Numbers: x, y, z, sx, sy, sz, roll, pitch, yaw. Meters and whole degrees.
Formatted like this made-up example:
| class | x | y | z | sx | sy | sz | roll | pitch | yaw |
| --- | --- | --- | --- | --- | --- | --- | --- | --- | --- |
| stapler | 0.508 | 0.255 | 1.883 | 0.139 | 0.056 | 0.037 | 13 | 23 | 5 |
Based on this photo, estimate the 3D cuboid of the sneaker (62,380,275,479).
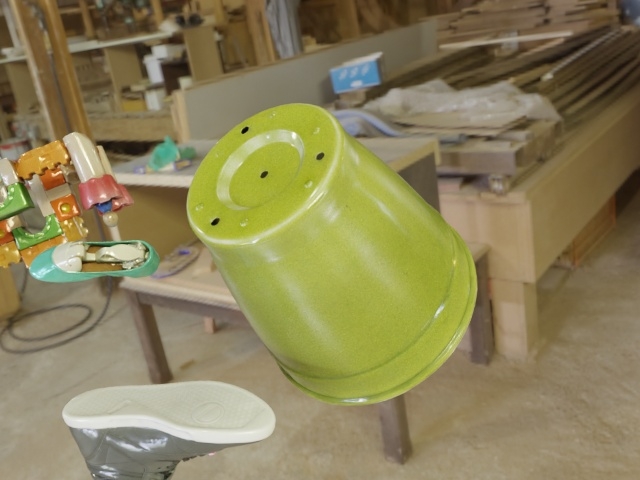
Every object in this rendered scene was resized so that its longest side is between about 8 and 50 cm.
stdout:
| class | x | y | z | sx | sy | sz | roll | pitch | yaw |
| --- | --- | --- | --- | --- | --- | --- | --- | --- | --- |
| sneaker | -0.194 | 0.279 | 0.935 | 0.295 | 0.147 | 0.104 | -2 | 23 | 14 |

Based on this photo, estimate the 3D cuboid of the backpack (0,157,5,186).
| class | x | y | z | sx | sy | sz | roll | pitch | yaw |
| --- | --- | --- | --- | --- | --- | --- | --- | --- | --- |
| backpack | -0.914 | -0.188 | 1.817 | 0.182 | 0.152 | 0.115 | 31 | 10 | 2 |

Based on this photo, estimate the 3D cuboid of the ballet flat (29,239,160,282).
| class | x | y | z | sx | sy | sz | roll | pitch | yaw |
| --- | --- | --- | --- | --- | --- | --- | --- | --- | --- |
| ballet flat | -0.440 | 0.031 | 1.345 | 0.247 | 0.087 | 0.083 | -2 | 63 | -15 |

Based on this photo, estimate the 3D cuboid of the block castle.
| class | x | y | z | sx | sy | sz | roll | pitch | yaw |
| --- | --- | --- | --- | --- | --- | --- | --- | --- | --- |
| block castle | -0.646 | -0.045 | 1.489 | 0.453 | 0.213 | 0.303 | -23 | 3 | -9 |

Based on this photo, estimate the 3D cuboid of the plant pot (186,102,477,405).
| class | x | y | z | sx | sy | sz | roll | pitch | yaw |
| --- | --- | --- | --- | --- | --- | --- | --- | --- | --- |
| plant pot | 0.000 | 0.000 | 1.010 | 0.366 | 0.353 | 0.366 | -17 | 48 | 20 |
